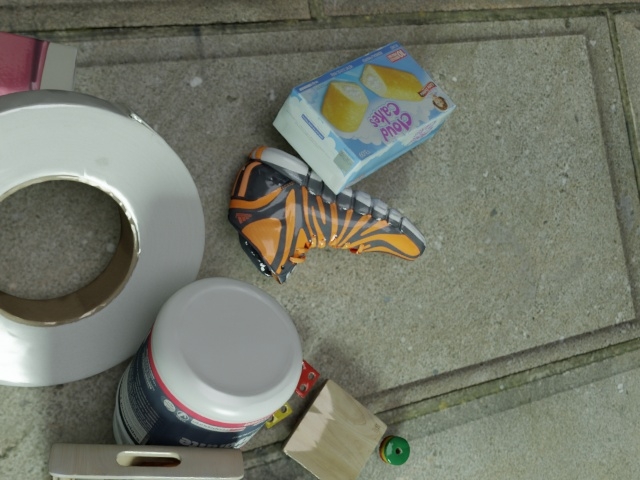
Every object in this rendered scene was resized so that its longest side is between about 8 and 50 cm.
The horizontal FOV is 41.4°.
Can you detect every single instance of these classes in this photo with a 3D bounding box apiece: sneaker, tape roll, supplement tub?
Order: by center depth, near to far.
[{"bbox_3d":[-0.339,0.002,1.075,0.392,0.072,0.392,-12,118,-24],"label":"tape roll"},{"bbox_3d":[-0.156,0.189,1.105,0.191,0.272,0.191,15,51,-19],"label":"supplement tub"},{"bbox_3d":[0.000,0.000,1.324,0.321,0.124,0.180,25,79,-11],"label":"sneaker"}]

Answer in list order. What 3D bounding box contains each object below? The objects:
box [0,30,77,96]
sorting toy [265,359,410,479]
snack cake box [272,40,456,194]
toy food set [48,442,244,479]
[{"bbox_3d":[-0.446,-0.194,1.088,0.232,0.149,0.126,7,81,-27],"label":"box"},{"bbox_3d":[0.010,0.301,1.329,0.274,0.046,0.132,41,69,-18],"label":"sorting toy"},{"bbox_3d":[0.074,-0.196,1.323,0.152,0.089,0.264,48,48,10],"label":"snack cake box"},{"bbox_3d":[-0.227,0.349,1.065,0.220,0.306,0.092,5,50,-14],"label":"toy food set"}]
